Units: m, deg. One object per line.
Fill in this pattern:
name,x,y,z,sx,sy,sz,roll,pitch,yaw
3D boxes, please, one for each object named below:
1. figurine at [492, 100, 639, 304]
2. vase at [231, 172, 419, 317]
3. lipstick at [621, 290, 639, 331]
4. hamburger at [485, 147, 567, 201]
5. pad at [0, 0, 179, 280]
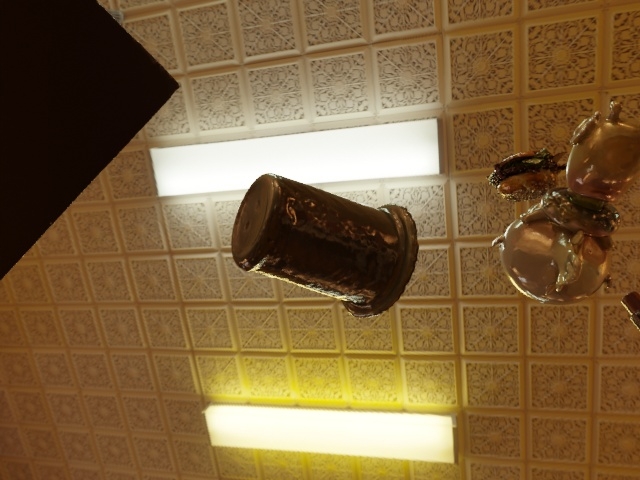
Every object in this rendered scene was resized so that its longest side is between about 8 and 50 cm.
figurine,0.457,-0.040,0.852,0.226,0.274,0.394,19,-52,11
vase,0.000,0.000,0.912,0.291,0.245,0.245,19,-63,-30
lipstick,0.862,0.257,1.217,0.081,0.081,0.300,-40,-131,23
hamburger,0.491,-0.149,1.159,0.164,0.189,0.093,-9,-107,4
pad,-0.292,-0.102,0.416,0.202,0.005,0.300,44,-103,-30
